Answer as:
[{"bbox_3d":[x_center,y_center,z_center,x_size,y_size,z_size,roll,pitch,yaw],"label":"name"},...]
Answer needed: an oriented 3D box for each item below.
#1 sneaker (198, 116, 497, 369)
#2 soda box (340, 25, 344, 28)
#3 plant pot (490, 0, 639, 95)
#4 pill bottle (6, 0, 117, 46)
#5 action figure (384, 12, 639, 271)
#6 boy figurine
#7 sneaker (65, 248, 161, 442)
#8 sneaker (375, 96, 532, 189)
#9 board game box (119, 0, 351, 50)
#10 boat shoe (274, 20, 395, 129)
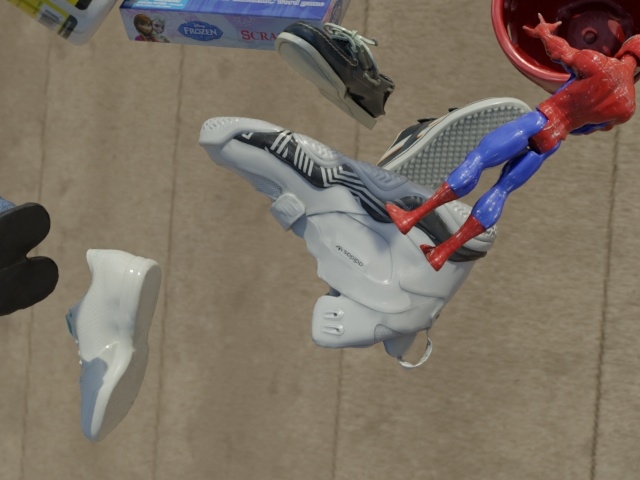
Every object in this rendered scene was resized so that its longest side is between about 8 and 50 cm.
[{"bbox_3d":[0.000,0.000,1.080,0.366,0.137,0.210,23,94,8],"label":"sneaker"},{"bbox_3d":[0.009,-0.457,2.066,0.063,0.183,0.058,-12,49,46],"label":"soda box"},{"bbox_3d":[0.314,-0.261,1.106,0.191,0.174,0.191,-1,87,25],"label":"plant pot"},{"bbox_3d":[-0.442,-0.449,1.353,0.188,0.334,0.188,-46,24,27],"label":"pill bottle"},{"bbox_3d":[0.184,-0.107,0.882,0.280,0.091,0.139,-38,28,9],"label":"action figure"},{"bbox_3d":[-0.371,-0.033,0.907,0.285,0.092,0.177,24,126,34],"label":"boy figurine"},{"bbox_3d":[-0.240,0.111,1.017,0.094,0.080,0.212,16,98,12],"label":"sneaker"},{"bbox_3d":[0.225,-0.171,1.662,0.321,0.127,0.126,-27,114,19],"label":"sneaker"},{"bbox_3d":[-0.100,-0.417,1.439,0.319,0.066,0.318,7,49,15],"label":"board game box"},{"bbox_3d":[0.028,-0.205,1.096,0.095,0.254,0.079,37,93,28],"label":"boat shoe"}]
